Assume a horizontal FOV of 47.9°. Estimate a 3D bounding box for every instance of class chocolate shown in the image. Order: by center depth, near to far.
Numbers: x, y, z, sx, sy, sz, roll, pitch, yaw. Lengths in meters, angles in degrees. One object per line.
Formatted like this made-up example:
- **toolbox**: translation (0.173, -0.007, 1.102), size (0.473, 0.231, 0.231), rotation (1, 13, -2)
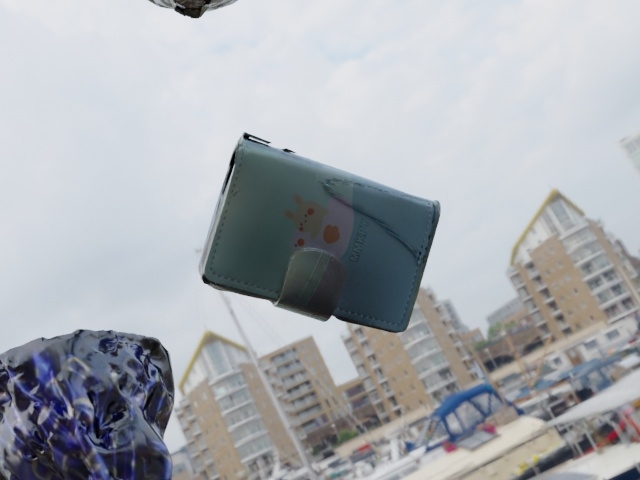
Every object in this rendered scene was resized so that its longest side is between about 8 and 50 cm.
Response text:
- **chocolate**: translation (-0.083, 0.196, 0.391), size (0.148, 0.343, 0.126), rotation (-34, -31, -4)

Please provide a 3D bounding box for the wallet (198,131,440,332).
- **wallet**: translation (0.000, 0.000, 0.817), size (0.250, 0.176, 0.075), rotation (17, -3, -17)

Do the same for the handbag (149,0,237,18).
- **handbag**: translation (-0.235, -0.483, 1.348), size (0.213, 0.127, 0.235), rotation (0, 9, -12)
